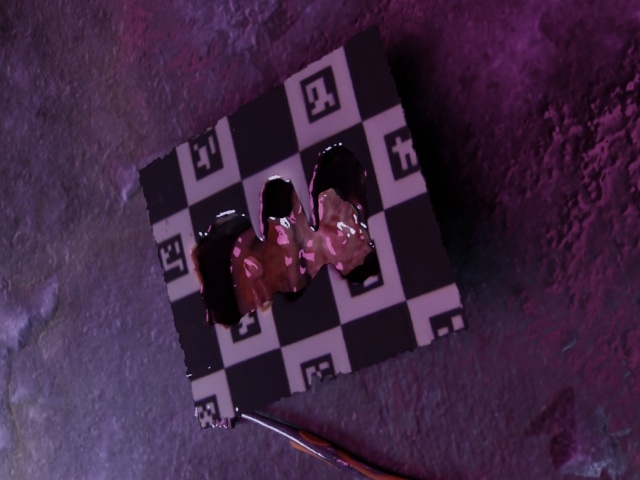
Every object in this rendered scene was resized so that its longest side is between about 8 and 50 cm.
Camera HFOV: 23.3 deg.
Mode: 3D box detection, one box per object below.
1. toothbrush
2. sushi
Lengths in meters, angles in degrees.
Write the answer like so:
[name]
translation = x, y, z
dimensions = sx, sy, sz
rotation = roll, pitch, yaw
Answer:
[toothbrush]
translation = 0.000, 0.216, 1.593
dimensions = 0.321, 0.023, 0.031
rotation = 16, 111, 29
[sushi]
translation = 0.000, 0.000, 1.534
dimensions = 0.373, 0.100, 0.296
rotation = -27, 73, 41
